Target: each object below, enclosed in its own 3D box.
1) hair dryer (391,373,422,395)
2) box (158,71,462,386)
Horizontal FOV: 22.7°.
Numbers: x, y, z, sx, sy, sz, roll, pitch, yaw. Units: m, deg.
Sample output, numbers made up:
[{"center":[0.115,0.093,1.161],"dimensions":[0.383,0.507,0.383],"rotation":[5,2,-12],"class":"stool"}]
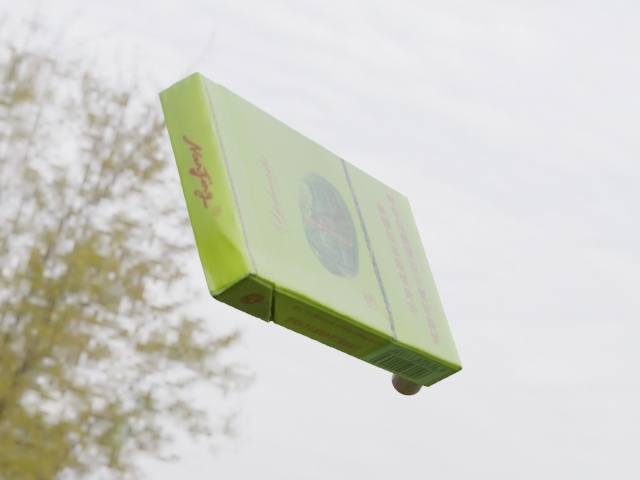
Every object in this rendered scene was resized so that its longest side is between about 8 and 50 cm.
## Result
[{"center":[0.077,0.111,1.733],"dimensions":[0.114,0.037,0.063],"rotation":[51,-30,16],"class":"hair dryer"},{"center":[0.000,0.000,1.320],"dimensions":[0.047,0.187,0.335],"rotation":[-28,-29,23],"class":"box"}]
